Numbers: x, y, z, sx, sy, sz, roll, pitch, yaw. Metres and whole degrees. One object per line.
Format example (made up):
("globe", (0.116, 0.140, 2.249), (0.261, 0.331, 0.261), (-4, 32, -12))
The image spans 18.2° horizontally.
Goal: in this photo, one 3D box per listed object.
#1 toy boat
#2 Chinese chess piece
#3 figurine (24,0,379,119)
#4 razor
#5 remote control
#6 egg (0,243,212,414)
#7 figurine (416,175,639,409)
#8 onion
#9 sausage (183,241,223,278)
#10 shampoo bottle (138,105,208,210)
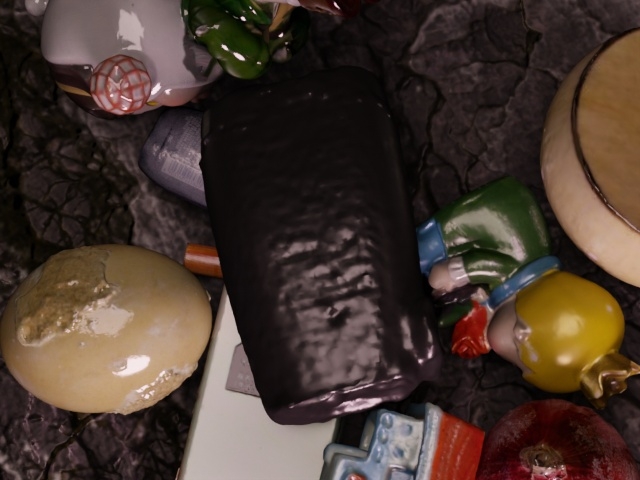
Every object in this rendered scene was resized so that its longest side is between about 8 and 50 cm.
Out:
("toy boat", (0.043, 0.305, 1.800), (0.133, 0.145, 0.332), (14, 84, -6))
("Chinese chess piece", (0.330, -0.077, 1.849), (0.257, 0.104, 0.257), (4, 66, -10))
("figurine", (-0.117, -0.211, 1.863), (0.370, 0.281, 0.167), (-10, 109, 35))
("razor", (0.000, 0.000, 1.814), (0.189, 0.107, 0.327), (-15, 64, 3))
("remote control", (-0.053, 0.188, 1.873), (0.145, 0.050, 0.344), (14, 85, 4))
("egg", (-0.200, 0.080, 1.861), (0.201, 0.164, 0.164), (-10, 78, 7))
("figurine", (0.174, 0.072, 1.854), (0.185, 0.127, 0.234), (-30, 80, -2))
("onion", (0.209, 0.213, 1.790), (0.159, 0.195, 0.159), (-3, 70, 9))
("sausage", (-0.078, 0.025, 1.930), (0.107, 0.031, 0.031), (8, 79, 4))
("shampoo bottle", (-0.059, -0.053, 1.934), (0.234, 0.049, 0.087), (25, 78, 9))
